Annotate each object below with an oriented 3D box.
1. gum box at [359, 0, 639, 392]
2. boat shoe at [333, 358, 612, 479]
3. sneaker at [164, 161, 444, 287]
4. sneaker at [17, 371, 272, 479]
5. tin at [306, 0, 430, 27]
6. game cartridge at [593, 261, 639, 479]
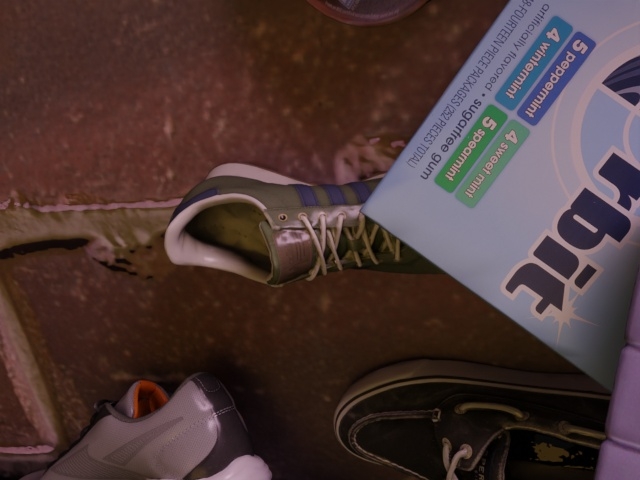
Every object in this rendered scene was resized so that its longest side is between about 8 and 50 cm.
[{"bbox_3d":[0.138,-0.024,0.350,0.184,0.041,0.157,36,105,2],"label":"gum box"},{"bbox_3d":[0.102,0.121,0.450,0.219,0.070,0.078,-6,113,26],"label":"boat shoe"},{"bbox_3d":[0.000,0.000,0.423,0.192,0.086,0.064,8,118,20],"label":"sneaker"},{"bbox_3d":[-0.153,0.171,0.587,0.271,0.100,0.108,-22,82,34],"label":"sneaker"},{"bbox_3d":[0.042,-0.181,0.322,0.106,0.040,0.190,42,136,2],"label":"tin"},{"bbox_3d":[0.254,0.100,0.193,0.355,0.068,0.230,10,88,37],"label":"game cartridge"}]
